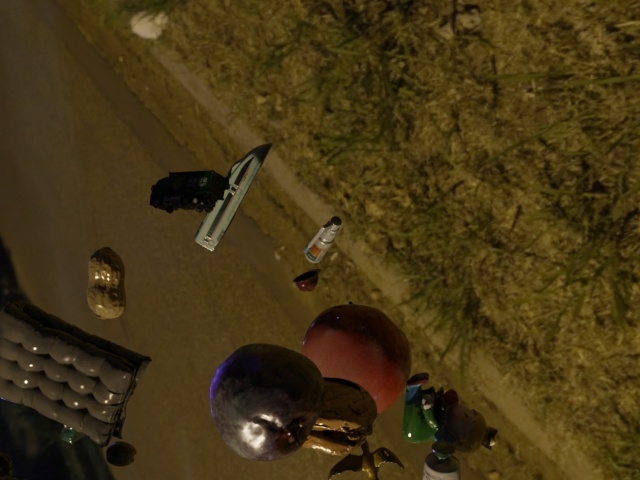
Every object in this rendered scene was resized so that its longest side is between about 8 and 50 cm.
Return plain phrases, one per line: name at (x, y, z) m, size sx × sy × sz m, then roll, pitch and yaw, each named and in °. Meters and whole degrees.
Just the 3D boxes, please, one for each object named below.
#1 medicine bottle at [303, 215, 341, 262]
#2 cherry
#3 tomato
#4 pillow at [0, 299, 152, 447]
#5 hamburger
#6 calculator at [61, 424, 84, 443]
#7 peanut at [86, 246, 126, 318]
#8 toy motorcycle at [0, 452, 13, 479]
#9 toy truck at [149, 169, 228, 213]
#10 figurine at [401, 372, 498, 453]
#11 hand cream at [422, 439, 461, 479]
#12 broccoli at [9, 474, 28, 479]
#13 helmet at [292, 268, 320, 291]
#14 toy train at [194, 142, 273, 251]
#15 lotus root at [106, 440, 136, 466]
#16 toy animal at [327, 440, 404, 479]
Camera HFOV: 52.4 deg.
medicine bottle at (0.000, 0.000, 2.086) m, size 0.061 × 0.092 × 0.221 m, roll 55°, pitch 145°, yaw 17°
cherry at (-0.091, 0.258, 1.069) m, size 0.195 × 0.195 × 0.195 m, roll 37°, pitch 136°, yaw 48°
tomato at (0.095, 0.343, 1.825) m, size 0.321 × 0.321 × 0.322 m, roll 37°, pitch 136°, yaw 48°
pillow at (-0.545, 0.280, 1.383) m, size 0.326 × 0.101 × 0.228 m, roll 26°, pitch 109°, yaw 3°
hamburger at (0.015, 0.365, 1.364) m, size 0.213 × 0.213 × 0.108 m, roll 20°, pitch 111°, yaw 56°
calculator at (-0.751, 0.506, 2.145) m, size 0.058 × 0.248 × 0.274 m, roll 19°, pitch 103°, yaw 10°
peanut at (-0.800, 0.176, 2.431) m, size 0.159 × 0.143 × 0.291 m, roll -116°, pitch 31°, yaw -62°
toy motorcycle at (-0.875, 0.482, 1.360) m, size 0.207 × 0.400 × 0.134 m, roll -66°, pitch 17°, yaw -18°
toy truck at (-0.433, -0.154, 2.104) m, size 0.259 × 0.088 × 0.121 m, roll 0°, pitch 74°, yaw 31°
figurine at (0.324, 0.430, 1.619) m, size 0.127 × 0.234 × 0.185 m, roll 46°, pitch -131°, yaw -73°
hand cream at (0.275, 0.614, 1.490) m, size 0.121 × 0.076 × 0.336 m, roll 18°, pitch 116°, yaw 44°
broccoli at (-0.908, 0.763, 1.689) m, size 0.271 × 0.334 × 0.324 m, roll 20°, pitch 119°, yaw 12°
helmet at (-0.039, 0.146, 2.260) m, size 0.089 × 0.111 × 0.057 m, roll -9°, pitch 105°, yaw 44°
toy train at (-0.285, -0.160, 2.127) m, size 0.407 × 0.088 × 0.086 m, roll -59°, pitch 5°, yaw 14°
lotus root at (-0.453, 0.480, 1.464) m, size 0.099 × 0.049 × 0.054 m, roll -8°, pitch 60°, yaw 43°
toy animal at (0.128, 0.615, 1.810) m, size 0.155 × 0.219 × 0.095 m, roll -89°, pitch -22°, yaw -60°
